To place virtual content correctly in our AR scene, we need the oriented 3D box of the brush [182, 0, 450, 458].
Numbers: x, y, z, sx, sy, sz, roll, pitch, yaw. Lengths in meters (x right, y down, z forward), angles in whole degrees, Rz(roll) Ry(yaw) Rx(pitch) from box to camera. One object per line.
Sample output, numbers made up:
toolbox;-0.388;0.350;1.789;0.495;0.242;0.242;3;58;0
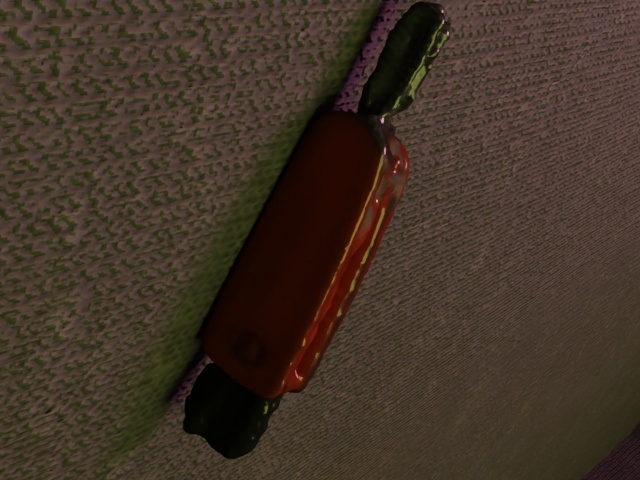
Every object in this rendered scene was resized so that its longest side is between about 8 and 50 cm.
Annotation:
brush;0.000;0.000;0.619;0.051;0.070;0.323;-6;128;-61
